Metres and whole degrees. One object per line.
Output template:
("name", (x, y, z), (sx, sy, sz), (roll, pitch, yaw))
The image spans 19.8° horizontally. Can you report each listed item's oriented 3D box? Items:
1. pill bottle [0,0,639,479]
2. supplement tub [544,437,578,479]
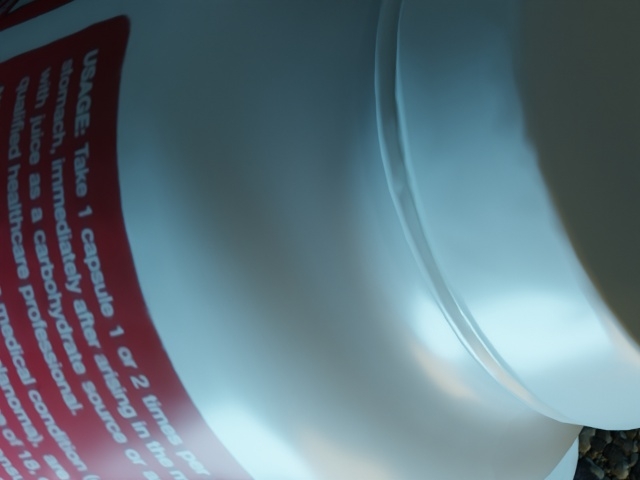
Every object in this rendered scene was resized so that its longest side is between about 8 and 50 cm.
("pill bottle", (-0.043, 0.004, 0.668), (0.408, 0.229, 0.229), (-15, 172, 39))
("supplement tub", (0.071, 0.153, 1.696), (0.241, 0.241, 0.331), (-7, -166, -20))
